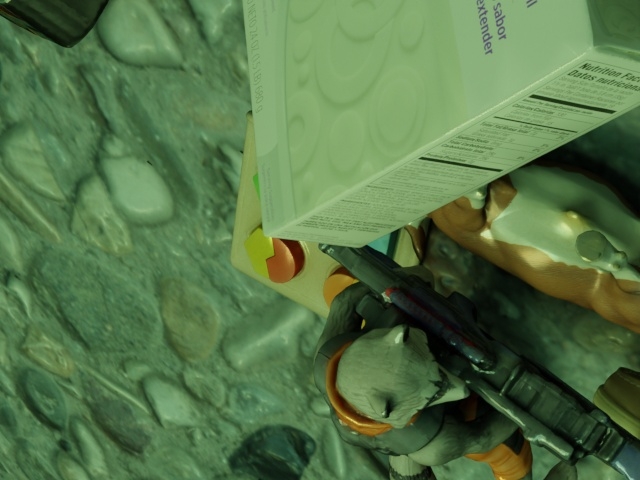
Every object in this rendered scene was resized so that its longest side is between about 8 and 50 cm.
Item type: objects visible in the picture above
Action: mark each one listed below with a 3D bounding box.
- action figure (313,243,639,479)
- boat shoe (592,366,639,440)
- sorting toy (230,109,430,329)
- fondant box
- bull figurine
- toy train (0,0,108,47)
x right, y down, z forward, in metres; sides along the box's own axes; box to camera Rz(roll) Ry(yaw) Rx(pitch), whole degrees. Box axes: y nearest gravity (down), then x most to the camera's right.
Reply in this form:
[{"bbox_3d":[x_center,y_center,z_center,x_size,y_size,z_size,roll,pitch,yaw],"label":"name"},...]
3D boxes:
[{"bbox_3d":[0.112,0.159,1.133,0.341,0.178,0.330,36,173,31],"label":"action figure"},{"bbox_3d":[0.353,0.142,1.056,0.302,0.109,0.098,19,98,37],"label":"boat shoe"},{"bbox_3d":[0.000,0.000,1.275,0.193,0.038,0.208,28,138,20],"label":"sorting toy"},{"bbox_3d":[0.076,-0.158,0.929,0.330,0.096,0.238,-28,62,48],"label":"fondant box"},{"bbox_3d":[0.156,-0.021,1.053,0.310,0.101,0.188,21,168,16],"label":"bull figurine"},{"bbox_3d":[-0.313,-0.280,1.144,0.190,0.142,0.334,26,174,38],"label":"toy train"}]
